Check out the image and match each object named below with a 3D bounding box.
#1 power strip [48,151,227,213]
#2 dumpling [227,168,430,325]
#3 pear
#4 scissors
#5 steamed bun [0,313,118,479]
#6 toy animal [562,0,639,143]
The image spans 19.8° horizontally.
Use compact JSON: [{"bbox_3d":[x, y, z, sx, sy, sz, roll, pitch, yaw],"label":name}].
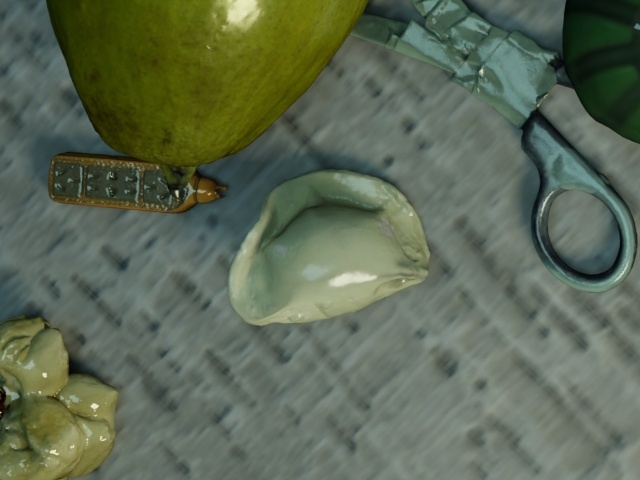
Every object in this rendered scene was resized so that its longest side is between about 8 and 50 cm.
[{"bbox_3d":[-0.171,-0.052,1.688,0.178,0.028,0.049,5,95,16],"label":"power strip"},{"bbox_3d":[-0.002,0.000,1.607,0.169,0.100,0.134,-21,74,15],"label":"dumpling"},{"bbox_3d":[-0.102,-0.216,1.527,0.287,0.287,0.375,12,104,16],"label":"pear"},{"bbox_3d":[0.152,-0.145,1.582,0.383,0.029,0.256,31,103,13],"label":"scissors"},{"bbox_3d":[-0.286,0.161,1.699,0.192,0.106,0.177,-17,91,16],"label":"steamed bun"},{"bbox_3d":[0.302,-0.236,1.423,0.216,0.191,0.338,18,86,4],"label":"toy animal"}]
